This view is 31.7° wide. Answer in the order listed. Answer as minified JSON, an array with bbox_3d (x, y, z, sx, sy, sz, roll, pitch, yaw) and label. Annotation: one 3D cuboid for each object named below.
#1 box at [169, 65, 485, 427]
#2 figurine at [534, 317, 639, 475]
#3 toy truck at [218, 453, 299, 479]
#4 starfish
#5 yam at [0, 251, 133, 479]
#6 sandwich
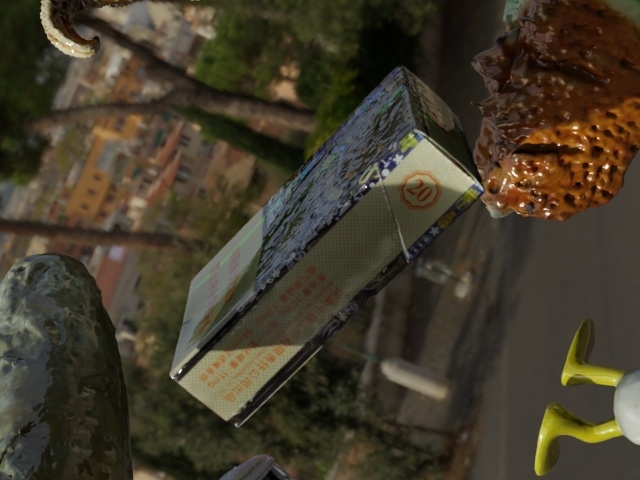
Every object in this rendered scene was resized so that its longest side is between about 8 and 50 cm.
[{"bbox_3d":[0.000,0.000,1.015,0.310,0.084,0.198,-45,16,17],"label":"box"},{"bbox_3d":[0.471,0.238,1.376,0.338,0.283,0.205,12,83,31],"label":"figurine"},{"bbox_3d":[-0.107,0.316,1.166,0.216,0.116,0.110,-43,1,-31],"label":"toy truck"},{"bbox_3d":[-0.136,-0.286,1.122,0.303,0.113,0.312,-12,36,20],"label":"starfish"},{"bbox_3d":[-0.200,0.145,0.826,0.133,0.133,0.330,-53,34,40],"label":"yam"},{"bbox_3d":[0.251,-0.156,1.161,0.301,0.250,0.162,-59,27,12],"label":"sandwich"}]
